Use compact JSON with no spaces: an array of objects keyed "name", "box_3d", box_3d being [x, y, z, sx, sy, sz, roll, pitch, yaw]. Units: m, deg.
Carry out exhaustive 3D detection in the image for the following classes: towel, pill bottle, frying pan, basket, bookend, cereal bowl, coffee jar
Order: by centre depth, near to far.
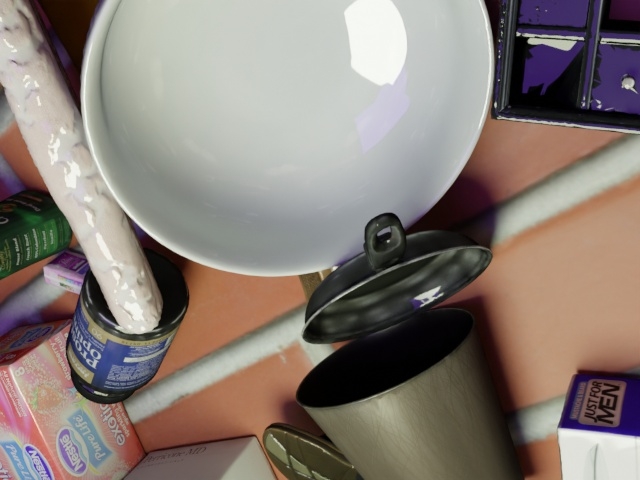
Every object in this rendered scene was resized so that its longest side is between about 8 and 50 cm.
[{"name":"bookend","box_3d":[0.227,-0.172,0.625,0.157,0.072,0.156,11,117,22]},{"name":"cereal bowl","box_3d":[-0.031,-0.143,0.681,0.339,0.141,0.338,-6,122,-10]},{"name":"frying pan","box_3d":[0.038,0.036,0.694,0.197,0.326,0.053,-32,67,21]},{"name":"towel","box_3d":[-0.253,-0.107,0.767,0.053,0.317,0.331,-25,116,-11]},{"name":"basket","box_3d":[0.115,0.212,0.817,0.204,0.154,0.226,-24,104,20]},{"name":"pill bottle","box_3d":[-0.245,0.114,0.961,0.123,0.123,0.219,39,137,6]},{"name":"coffee jar","box_3d":[-0.403,0.004,0.964,0.096,0.184,0.079,17,119,19]}]

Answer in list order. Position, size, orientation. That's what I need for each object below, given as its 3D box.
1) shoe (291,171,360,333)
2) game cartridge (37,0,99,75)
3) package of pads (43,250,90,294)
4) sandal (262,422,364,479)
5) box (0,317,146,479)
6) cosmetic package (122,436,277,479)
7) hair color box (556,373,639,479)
[{"name":"shoe","box_3d":[0.000,0.000,0.839,0.077,0.058,0.218,4,114,60]},{"name":"game cartridge","box_3d":[-0.195,-0.320,0.795,0.285,0.053,0.323,-23,98,33]},{"name":"package of pads","box_3d":[-0.311,0.044,1.017,0.083,0.050,0.031,16,124,20]},{"name":"sandal","box_3d":[0.037,0.264,0.939,0.220,0.060,0.089,12,124,6]},{"name":"box","box_3d":[-0.370,0.276,1.098,0.154,0.142,0.299,-11,107,30]},{"name":"cosmetic package","box_3d":[-0.217,0.415,0.938,0.217,0.385,0.156,-18,104,30]},{"name":"hair color box","box_3d":[0.399,0.234,0.704,0.339,0.110,0.185,0,114,26]}]
